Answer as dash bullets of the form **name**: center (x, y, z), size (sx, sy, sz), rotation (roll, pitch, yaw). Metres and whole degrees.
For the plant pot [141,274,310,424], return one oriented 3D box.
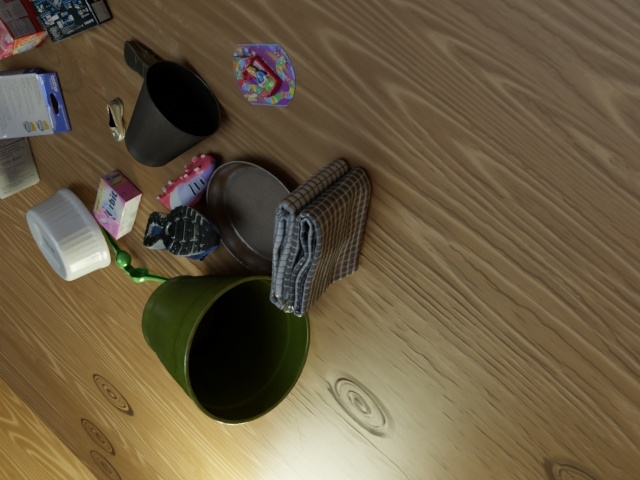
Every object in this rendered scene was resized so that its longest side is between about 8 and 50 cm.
- **plant pot**: center (-0.277, 0.238, 1.753), size (0.353, 0.366, 0.366), rotation (13, 126, 48)

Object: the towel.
- **towel**: center (0.000, 0.000, 1.415), size (0.121, 0.235, 0.283), rotation (23, 131, 19)

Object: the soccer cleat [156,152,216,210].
- **soccer cleat**: center (-0.320, -0.139, 1.710), size (0.095, 0.083, 0.248), rotation (37, 138, -24)

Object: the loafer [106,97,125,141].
- **loafer**: center (-0.549, -0.316, 1.795), size (0.045, 0.039, 0.125), rotation (28, 132, 21)

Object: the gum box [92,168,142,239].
- **gum box**: center (-0.591, -0.099, 1.958), size (0.107, 0.062, 0.188), rotation (42, 136, 10)

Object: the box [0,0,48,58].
- **box**: center (-0.840, -0.625, 1.766), size (0.123, 0.128, 0.256), rotation (-20, 104, 45)

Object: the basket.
- **basket**: center (-0.365, -0.279, 1.594), size (0.204, 0.154, 0.227), rotation (51, 140, -6)

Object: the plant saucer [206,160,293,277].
- **plant saucer**: center (-0.144, -0.055, 1.629), size (0.311, 0.050, 0.310), rotation (21, 130, 28)

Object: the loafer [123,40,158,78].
- **loafer**: center (-0.421, -0.426, 1.612), size (0.148, 0.050, 0.056), rotation (49, 136, 25)

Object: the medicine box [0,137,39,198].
- **medicine box**: center (-1.065, -0.313, 2.145), size (0.264, 0.149, 0.289), rotation (18, 127, 30)

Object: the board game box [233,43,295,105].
- **board game box**: center (-0.130, -0.346, 1.434), size (0.169, 0.033, 0.133), rotation (12, 124, 34)

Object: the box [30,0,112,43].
- **box**: center (-0.627, -0.594, 1.656), size (0.220, 0.051, 0.175), rotation (-2, 121, 41)

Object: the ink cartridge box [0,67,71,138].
- **ink cartridge box**: center (-0.883, -0.387, 1.925), size (0.311, 0.065, 0.185), rotation (-5, 122, -2)

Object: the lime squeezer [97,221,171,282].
- **lime squeezer**: center (-0.574, 0.064, 2.045), size (0.310, 0.059, 0.110), rotation (40, 148, 6)

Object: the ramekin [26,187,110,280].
- **ramekin**: center (-0.780, -0.011, 2.077), size (0.277, 0.135, 0.277), rotation (35, 143, 32)

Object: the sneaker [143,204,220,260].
- **sneaker**: center (-0.331, -0.016, 1.741), size (0.330, 0.147, 0.129), rotation (8, 85, 55)
